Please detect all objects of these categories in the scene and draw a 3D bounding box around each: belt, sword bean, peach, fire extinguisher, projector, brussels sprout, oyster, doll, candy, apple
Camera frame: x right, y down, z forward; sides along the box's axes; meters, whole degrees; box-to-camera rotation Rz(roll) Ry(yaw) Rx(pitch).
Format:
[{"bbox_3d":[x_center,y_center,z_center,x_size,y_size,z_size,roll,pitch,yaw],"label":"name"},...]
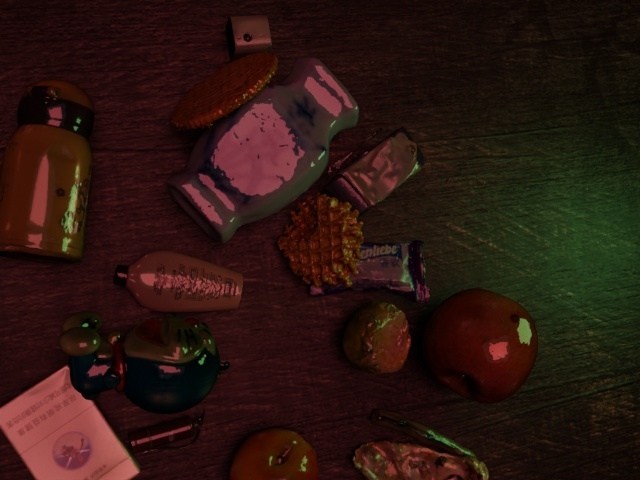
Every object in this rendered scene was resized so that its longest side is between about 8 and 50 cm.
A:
[{"bbox_3d":[0.116,-0.157,1.584,0.230,0.139,0.126,-38,96,-14],"label":"belt"},{"bbox_3d":[0.235,0.438,1.603,0.269,0.038,0.043,28,75,-12],"label":"sword bean"},{"bbox_3d":[-0.096,0.485,1.464,0.190,0.192,0.190,15,42,-14],"label":"peach"},{"bbox_3d":[-0.306,0.395,1.453,0.157,0.045,0.078,-13,115,-18],"label":"fire extinguisher"},{"bbox_3d":[-0.158,-0.443,1.569,0.082,0.083,0.083,-8,85,-17],"label":"projector"},{"bbox_3d":[0.114,0.211,1.555,0.151,0.122,0.149,-29,115,-35],"label":"brussels sprout"},{"bbox_3d":[0.210,0.510,1.571,0.294,0.094,0.166,24,69,2],"label":"oyster"},{"bbox_3d":[-0.334,0.234,1.381,0.321,0.198,0.186,6,104,-12],"label":"doll"},{"bbox_3d":[0.110,0.062,1.594,0.275,0.070,0.145,4,75,-6],"label":"candy"},{"bbox_3d":[0.350,0.219,1.551,0.253,0.253,0.254,2,83,-16],"label":"apple"}]

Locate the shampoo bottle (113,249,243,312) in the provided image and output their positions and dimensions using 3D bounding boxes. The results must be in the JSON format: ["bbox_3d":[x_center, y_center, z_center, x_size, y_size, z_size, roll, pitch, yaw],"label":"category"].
[{"bbox_3d":[-0.292,0.087,1.471,0.256,0.078,0.127,10,86,-17],"label":"shampoo bottle"}]

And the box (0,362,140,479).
[{"bbox_3d":[-0.486,0.388,1.386,0.164,0.069,0.257,-34,93,-17],"label":"box"}]

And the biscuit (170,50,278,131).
[{"bbox_3d":[-0.195,-0.306,1.470,0.254,0.254,0.035,-44,122,-16],"label":"biscuit"}]

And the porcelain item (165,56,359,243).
[{"bbox_3d":[-0.118,-0.189,1.503,0.405,0.178,0.242,-44,98,-14],"label":"porcelain item"}]

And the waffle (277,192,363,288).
[{"bbox_3d":[0.000,0.000,1.522,0.197,0.070,0.193,23,99,30],"label":"waffle"}]

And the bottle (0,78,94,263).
[{"bbox_3d":[-0.522,-0.137,1.387,0.171,0.171,0.352,9,80,-15],"label":"bottle"}]
